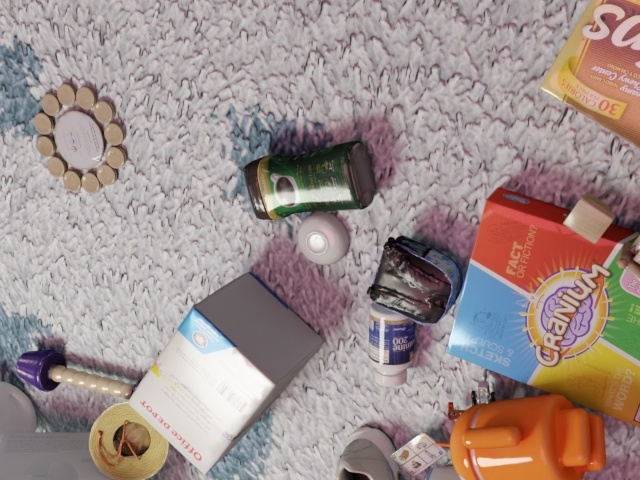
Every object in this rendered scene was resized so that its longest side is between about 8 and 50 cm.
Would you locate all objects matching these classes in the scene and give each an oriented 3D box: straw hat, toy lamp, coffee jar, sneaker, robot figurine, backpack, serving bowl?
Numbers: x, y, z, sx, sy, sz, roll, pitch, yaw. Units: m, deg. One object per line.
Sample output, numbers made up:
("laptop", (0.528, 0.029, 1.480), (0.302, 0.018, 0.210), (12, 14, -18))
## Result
("straw hat", (-0.314, 0.334, 1.632), (0.144, 0.061, 0.144), (1, 94, 13))
("toy lamp", (-0.415, 0.245, 1.703), (0.274, 0.080, 0.080), (8, 111, 21))
("coffee jar", (-0.019, -0.084, 1.384), (0.184, 0.079, 0.096), (-6, 108, 27))
("sneaker", (0.099, 0.427, 1.485), (0.099, 0.121, 0.262), (-31, 93, 32))
("robot figurine", (0.268, 0.276, 1.290), (0.219, 0.158, 0.128), (-15, 101, 37))
("backpack", (0.140, 0.055, 1.352), (0.114, 0.084, 0.105), (27, 117, 20))
("serving bowl", (0.000, 0.000, 1.435), (0.083, 0.027, 0.083), (8, 111, 23))

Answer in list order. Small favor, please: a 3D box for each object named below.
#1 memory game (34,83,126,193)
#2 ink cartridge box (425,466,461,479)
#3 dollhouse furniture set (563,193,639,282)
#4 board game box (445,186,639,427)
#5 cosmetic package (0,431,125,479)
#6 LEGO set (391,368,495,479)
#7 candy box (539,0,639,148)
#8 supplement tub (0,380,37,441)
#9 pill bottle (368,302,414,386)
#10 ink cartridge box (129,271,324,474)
("memory game", (-0.395, -0.166, 1.581), (0.186, 0.012, 0.186), (9, 111, 24))
("ink cartridge box", (0.253, 0.489, 1.366), (0.197, 0.198, 0.270), (-7, 113, 26))
("dollhouse furniture set", (0.474, -0.014, 1.016), (0.355, 0.174, 0.303), (32, 124, 9))
("board game box", (0.347, 0.093, 1.274), (0.316, 0.064, 0.242), (19, 115, 19))
("cosmetic package", (-0.451, 0.446, 1.660), (0.224, 0.225, 0.138), (2, 114, -8))
("LEGO set", (0.250, 0.303, 1.424), (0.182, 0.060, 0.244), (41, 123, -6))
("candy box", (0.414, -0.267, 1.097), (0.183, 0.087, 0.316), (34, 119, 12))
("supplement tub", (-0.647, 0.368, 1.821), (0.199, 0.144, 0.144), (-37, 90, 32))
("pill bottle", (0.104, 0.151, 1.414), (0.067, 0.067, 0.120), (9, 112, 24))
("ink cartridge box", (-0.148, 0.204, 1.499), (0.171, 0.168, 0.233), (42, 121, 8))
